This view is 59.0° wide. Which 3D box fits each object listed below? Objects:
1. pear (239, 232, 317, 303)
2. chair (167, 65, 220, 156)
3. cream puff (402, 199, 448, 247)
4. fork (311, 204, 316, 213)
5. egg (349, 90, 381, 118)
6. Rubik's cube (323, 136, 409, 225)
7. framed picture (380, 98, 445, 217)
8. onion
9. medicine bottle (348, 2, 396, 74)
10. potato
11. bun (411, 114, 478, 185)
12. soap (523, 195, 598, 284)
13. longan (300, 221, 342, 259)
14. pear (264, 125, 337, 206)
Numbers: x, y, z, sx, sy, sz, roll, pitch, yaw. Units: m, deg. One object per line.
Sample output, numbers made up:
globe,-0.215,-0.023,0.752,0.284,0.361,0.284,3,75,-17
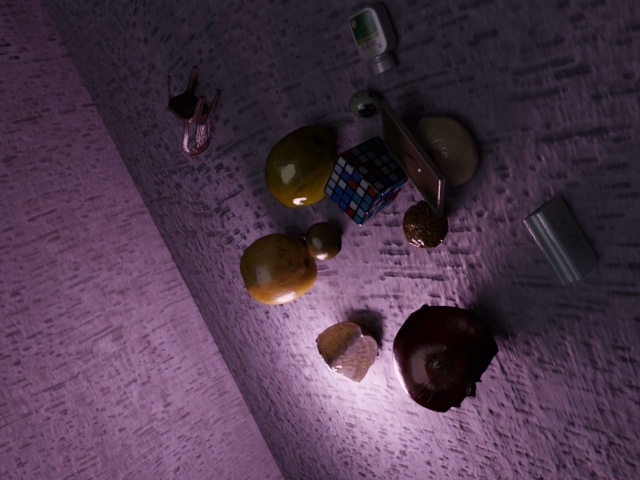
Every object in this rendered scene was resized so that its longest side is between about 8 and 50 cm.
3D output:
pear,-0.178,0.117,2.361,0.314,0.314,0.314,30,136,34
chair,-0.558,-0.548,2.438,0.183,0.175,0.326,39,135,12
cream puff,0.329,-0.054,1.741,0.115,0.150,0.165,-45,41,44
fork,-0.071,-0.210,2.226,0.235,0.021,0.039,59,149,-3
egg,0.141,-0.420,1.752,0.110,0.085,0.085,26,134,28
Rubik's cube,0.152,-0.193,1.824,0.184,0.187,0.182,45,142,14
framed picture,0.266,-0.234,1.641,0.315,0.024,0.232,58,176,25
onion,0.394,0.362,1.834,0.341,0.341,0.341,30,136,34
medicine bottle,0.157,-0.578,1.630,0.119,0.069,0.183,-6,112,50
potato,0.141,0.437,2.393,0.264,0.211,0.189,-49,32,22
bun,0.337,-0.247,1.606,0.222,0.127,0.222,30,138,31
soap,0.619,-0.001,1.452,0.198,0.119,0.066,59,145,-1
longan,0.000,0.000,2.179,0.176,0.145,0.154,16,116,11
pear,-0.065,-0.256,1.995,0.253,0.253,0.307,52,138,9
